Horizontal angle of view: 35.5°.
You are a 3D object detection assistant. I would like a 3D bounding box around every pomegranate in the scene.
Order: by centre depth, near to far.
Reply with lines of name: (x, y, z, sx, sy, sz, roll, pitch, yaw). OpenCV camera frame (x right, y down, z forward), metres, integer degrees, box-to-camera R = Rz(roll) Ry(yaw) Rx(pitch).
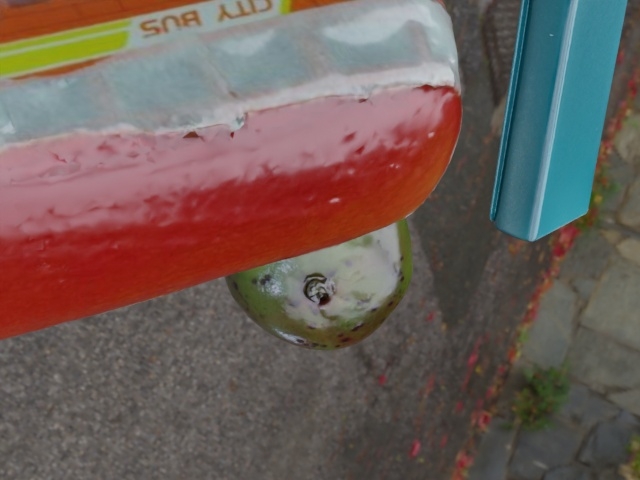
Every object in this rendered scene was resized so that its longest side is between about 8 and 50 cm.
pomegranate: (0.000, 0.000, 0.603, 0.142, 0.114, 0.115, -82, 177, -63)

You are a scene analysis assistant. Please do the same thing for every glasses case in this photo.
glasses case: (0.200, -0.158, 0.843, 0.117, 0.070, 0.301, -21, 125, -50)

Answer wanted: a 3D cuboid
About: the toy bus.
toy bus: (-0.063, -0.046, 0.381, 0.265, 0.120, 0.121, -15, 142, -25)
